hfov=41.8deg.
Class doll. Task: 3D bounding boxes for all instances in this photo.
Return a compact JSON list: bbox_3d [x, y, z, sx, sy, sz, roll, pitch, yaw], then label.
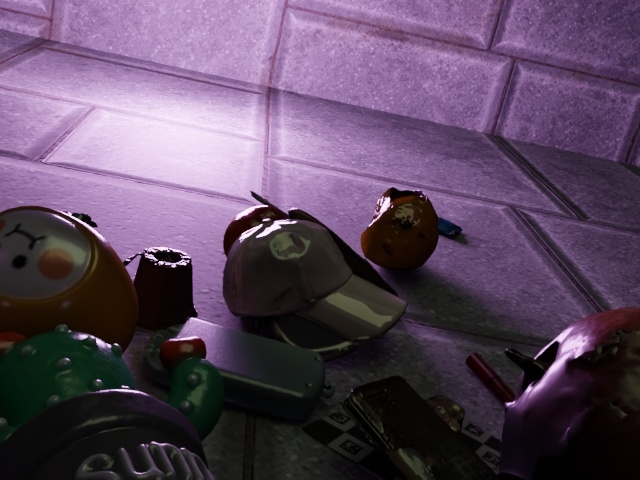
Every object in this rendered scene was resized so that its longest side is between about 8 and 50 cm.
[{"bbox_3d":[-0.327,0.089,0.934,0.213,0.213,0.236,24,60,27],"label":"doll"}]

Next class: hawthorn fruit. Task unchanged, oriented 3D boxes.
[{"bbox_3d":[0.327,0.218,0.835,0.316,0.316,0.316,12,19,-4],"label":"hawthorn fruit"},{"bbox_3d":[-0.103,-0.001,1.392,0.125,0.125,0.140,3,16,-28],"label":"hawthorn fruit"}]

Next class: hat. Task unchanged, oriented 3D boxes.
[{"bbox_3d":[-0.007,0.063,1.234,0.275,0.161,0.232,20,24,9],"label":"hat"}]

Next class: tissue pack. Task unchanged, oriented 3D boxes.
[{"bbox_3d":[0.250,-0.044,1.889,0.138,0.028,0.085,23,21,17],"label":"tissue pack"}]

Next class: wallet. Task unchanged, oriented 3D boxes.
[{"bbox_3d":[0.129,0.240,0.905,0.122,0.031,0.232,-7,47,-51],"label":"wallet"}]

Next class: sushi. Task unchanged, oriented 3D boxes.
[{"bbox_3d":[0.119,0.222,1.021,0.192,0.051,0.215,26,23,32],"label":"sushi"}]

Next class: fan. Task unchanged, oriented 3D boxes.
[{"bbox_3d":[0.001,-0.001,1.398,0.335,0.011,0.229,34,-10,26],"label":"fan"}]

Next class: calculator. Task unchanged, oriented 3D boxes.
[{"bbox_3d":[-0.101,0.159,1.058,0.246,0.045,0.141,14,19,2],"label":"calculator"}]

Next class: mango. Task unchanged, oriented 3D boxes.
[{"bbox_3d":[0.147,-0.019,1.581,0.156,0.151,0.249,-28,11,5],"label":"mango"}]

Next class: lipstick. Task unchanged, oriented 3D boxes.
[{"bbox_3d":[0.256,0.214,1.177,0.027,0.027,0.176,5,23,-23],"label":"lipstick"}]

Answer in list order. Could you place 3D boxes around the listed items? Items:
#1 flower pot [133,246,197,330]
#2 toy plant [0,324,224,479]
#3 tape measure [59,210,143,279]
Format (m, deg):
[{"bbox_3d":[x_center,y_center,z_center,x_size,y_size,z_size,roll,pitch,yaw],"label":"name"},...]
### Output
[{"bbox_3d":[-0.220,0.063,1.182,0.111,0.089,0.111,12,19,-4],"label":"flower pot"},{"bbox_3d":[-0.183,0.188,0.697,0.279,0.185,0.400,-21,32,-22],"label":"toy plant"},{"bbox_3d":[-0.358,0.032,1.265,0.107,0.104,0.180,0,-28,41],"label":"tape measure"}]
